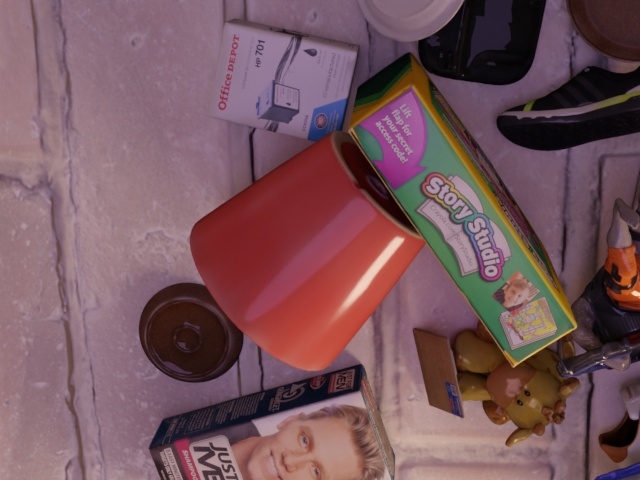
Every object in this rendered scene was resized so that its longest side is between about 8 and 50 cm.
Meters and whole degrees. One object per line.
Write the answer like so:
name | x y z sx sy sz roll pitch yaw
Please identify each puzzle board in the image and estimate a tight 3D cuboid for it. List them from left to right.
puzzle board | 0.180 0.199 1.564 0.011 0.096 0.128 -19 102 -24

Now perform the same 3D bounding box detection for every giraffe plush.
giraffe plush | 0.293 0.215 1.516 0.210 0.170 0.182 13 107 1

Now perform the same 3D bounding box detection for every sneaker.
sneaker | 0.365 -0.192 1.451 0.234 0.084 0.097 -6 62 20
sneaker | 0.525 0.230 1.531 0.123 0.106 0.290 32 108 -7

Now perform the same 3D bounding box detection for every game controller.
game controller | 0.235 -0.374 1.416 0.166 0.067 0.319 5 108 -11

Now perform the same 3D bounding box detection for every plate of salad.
plate of salad | 0.128 -0.367 1.394 0.199 0.048 0.200 2 93 40

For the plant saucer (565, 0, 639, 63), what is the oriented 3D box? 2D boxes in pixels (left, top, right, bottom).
plant saucer | 0.431 -0.335 1.391 0.198 0.036 0.199 0 91 16

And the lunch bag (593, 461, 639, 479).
lunch bag | 0.633 0.435 1.481 0.385 0.239 0.328 -26 124 19

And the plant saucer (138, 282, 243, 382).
plant saucer | -0.205 0.150 1.619 0.168 0.029 0.169 1 106 4

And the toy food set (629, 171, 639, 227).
toy food set | 0.570 -0.115 1.434 0.219 0.092 0.306 9 107 3

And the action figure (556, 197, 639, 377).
action figure | 0.474 0.055 1.430 0.341 0.179 0.330 -8 144 -20

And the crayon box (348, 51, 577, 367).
crayon box | 0.181 -0.056 1.368 0.106 0.313 0.363 -33 102 14

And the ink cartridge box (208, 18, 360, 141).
ink cartridge box | -0.051 -0.225 1.468 0.190 0.082 0.140 12 107 0

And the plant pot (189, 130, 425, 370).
plant pot | 0.000 0.000 1.421 0.275 0.275 0.243 45 111 -8

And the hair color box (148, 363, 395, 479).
hair color box | -0.073 0.332 1.620 0.347 0.105 0.174 -17 104 9
